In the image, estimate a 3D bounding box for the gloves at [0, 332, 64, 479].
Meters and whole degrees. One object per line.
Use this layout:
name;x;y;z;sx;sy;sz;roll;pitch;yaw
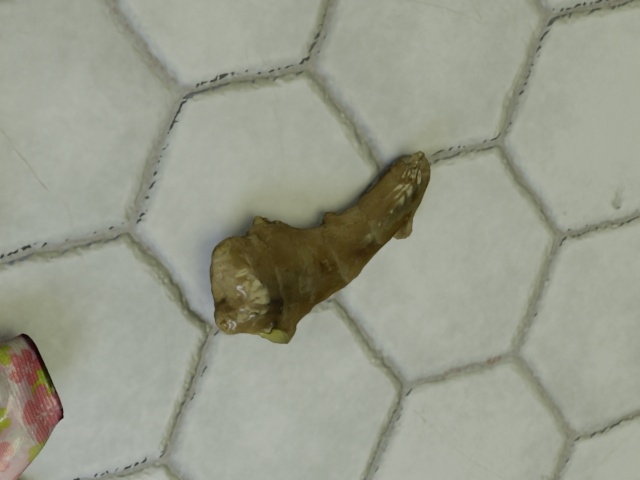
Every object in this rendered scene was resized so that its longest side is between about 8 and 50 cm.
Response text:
gloves;-0.360;0.185;1.549;0.241;0.126;0.145;-25;126;-23

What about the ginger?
ginger;0.000;0.000;1.717;0.294;0.086;0.131;-38;110;-23
